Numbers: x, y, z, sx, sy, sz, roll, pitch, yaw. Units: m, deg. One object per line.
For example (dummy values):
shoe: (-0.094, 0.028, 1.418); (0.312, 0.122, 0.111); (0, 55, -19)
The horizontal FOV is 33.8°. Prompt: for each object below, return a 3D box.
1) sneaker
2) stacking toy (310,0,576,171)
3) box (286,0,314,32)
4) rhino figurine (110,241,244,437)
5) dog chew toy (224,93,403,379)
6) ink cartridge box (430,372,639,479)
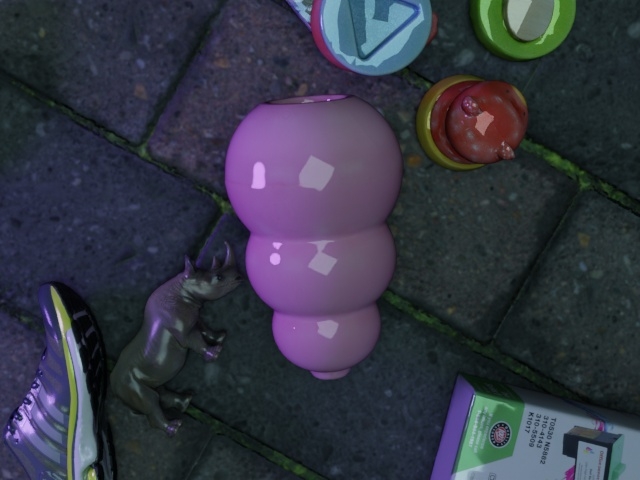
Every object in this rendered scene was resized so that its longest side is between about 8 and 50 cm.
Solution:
sneaker: (-0.323, 0.199, 1.267); (0.121, 0.111, 0.299); (-4, 92, 1)
stacking toy: (0.163, -0.256, 1.230); (0.309, 0.130, 0.279); (38, 92, -12)
box: (0.021, -0.324, 1.286); (0.137, 0.027, 0.094); (-39, 95, 0)
rhino figurine: (-0.170, 0.109, 1.284); (0.106, 0.073, 0.243); (28, 91, -8)
dog chew toy: (0.000, 0.000, 1.230); (0.207, 0.206, 0.331); (-6, 102, -3)
ink cartridge box: (0.286, 0.299, 1.299); (0.278, 0.117, 0.201); (14, 93, -4)
